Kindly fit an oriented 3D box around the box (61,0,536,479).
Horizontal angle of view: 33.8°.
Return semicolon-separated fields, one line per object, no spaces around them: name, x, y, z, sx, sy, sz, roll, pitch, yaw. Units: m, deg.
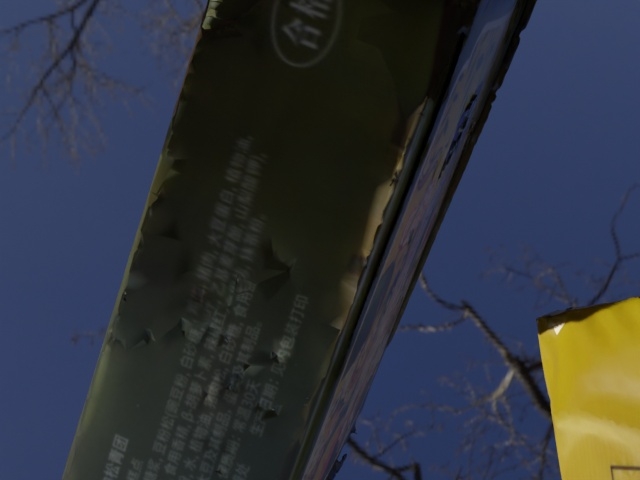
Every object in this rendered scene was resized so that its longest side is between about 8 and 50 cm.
box;0.000;0.000;0.713;0.138;0.420;0.373;23;-162;10

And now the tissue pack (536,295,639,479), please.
tissue pack;0.323;0.206;0.645;0.293;0.228;0.381;-5;-99;-19
